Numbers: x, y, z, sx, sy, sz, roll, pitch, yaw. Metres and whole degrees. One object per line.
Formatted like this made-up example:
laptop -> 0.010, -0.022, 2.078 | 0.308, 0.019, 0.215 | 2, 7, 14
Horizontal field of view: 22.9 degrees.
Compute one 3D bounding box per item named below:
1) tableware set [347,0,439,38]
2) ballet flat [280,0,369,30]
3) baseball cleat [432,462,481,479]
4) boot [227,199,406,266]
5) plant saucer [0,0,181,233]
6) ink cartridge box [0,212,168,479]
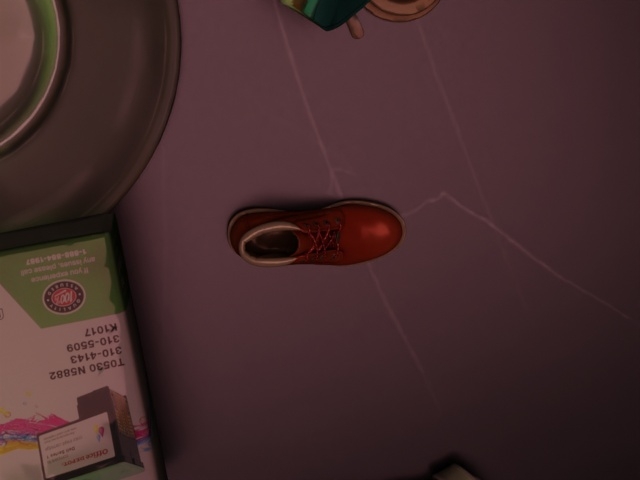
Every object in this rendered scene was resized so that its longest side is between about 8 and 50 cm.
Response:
tableware set -> 0.048, -0.278, 1.339 | 0.128, 0.039, 0.194 | -26, 101, 0
ballet flat -> 0.087, -0.341, 1.277 | 0.409, 0.147, 0.147 | -46, 101, -10
baseball cleat -> 0.080, 0.248, 1.428 | 0.206, 0.072, 0.109 | 15, 85, -12
boot -> 0.000, 0.000, 1.362 | 0.158, 0.084, 0.059 | -4, 98, -6
plant saucer -> -0.312, -0.164, 1.280 | 0.400, 0.100, 0.400 | 0, 94, -7
ink cartridge box -> -0.236, 0.136, 1.248 | 0.201, 0.117, 0.278 | -11, 100, -5
